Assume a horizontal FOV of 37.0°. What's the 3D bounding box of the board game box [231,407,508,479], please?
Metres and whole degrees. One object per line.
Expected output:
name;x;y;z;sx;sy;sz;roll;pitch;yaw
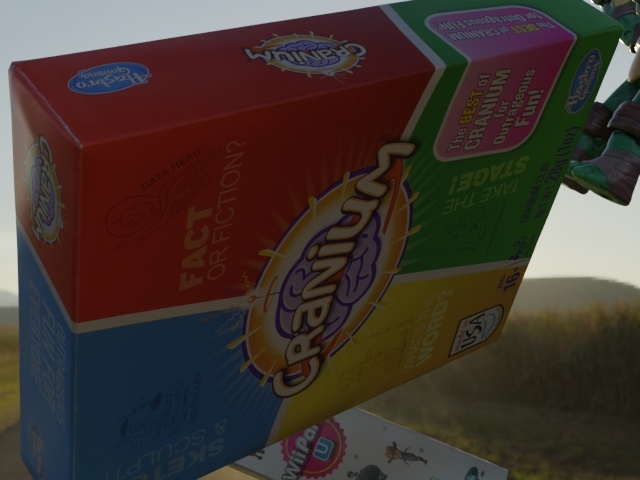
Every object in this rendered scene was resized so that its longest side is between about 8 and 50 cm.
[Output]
board game box;0.022;0.223;0.961;0.303;0.098;0.224;19;-16;11

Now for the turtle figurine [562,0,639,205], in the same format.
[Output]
turtle figurine;0.237;-0.142;0.679;0.118;0.234;0.175;28;4;7

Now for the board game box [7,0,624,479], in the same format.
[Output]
board game box;0.000;0.000;0.511;0.316;0.242;0.064;-19;47;-33
